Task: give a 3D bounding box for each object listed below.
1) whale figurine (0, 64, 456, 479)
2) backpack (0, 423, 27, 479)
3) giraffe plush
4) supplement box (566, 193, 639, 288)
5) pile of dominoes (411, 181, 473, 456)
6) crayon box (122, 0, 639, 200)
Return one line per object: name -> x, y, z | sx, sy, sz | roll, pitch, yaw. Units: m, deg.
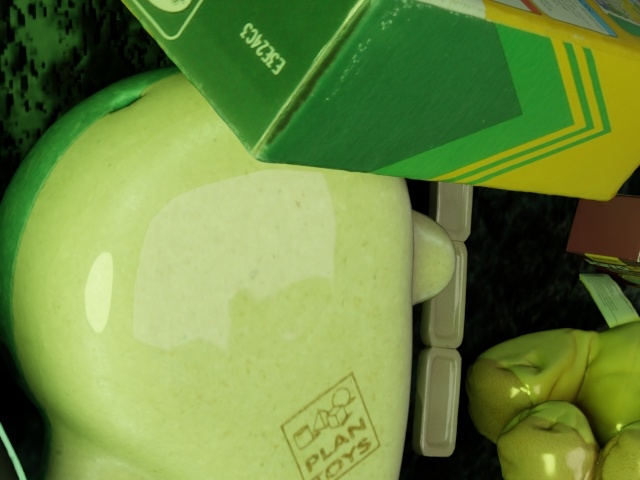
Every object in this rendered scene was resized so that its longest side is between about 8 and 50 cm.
whale figurine -> -0.038, 0.052, 0.726 | 0.216, 0.141, 0.272 | -37, 121, -22
backpack -> -0.193, 0.077, 0.554 | 0.166, 0.144, 0.188 | -37, 100, -40
giraffe plush -> 0.175, 0.142, 1.000 | 0.210, 0.181, 0.170 | -75, 166, -63
supplement box -> 0.201, 0.002, 1.053 | 0.083, 0.055, 0.043 | 26, 78, -47
pile of dominoes -> 0.000, 0.000, 0.861 | 0.196, 0.040, 0.251 | 9, 83, -46
crayon box -> 0.034, -0.116, 0.716 | 0.323, 0.203, 0.083 | 3, 131, -53
